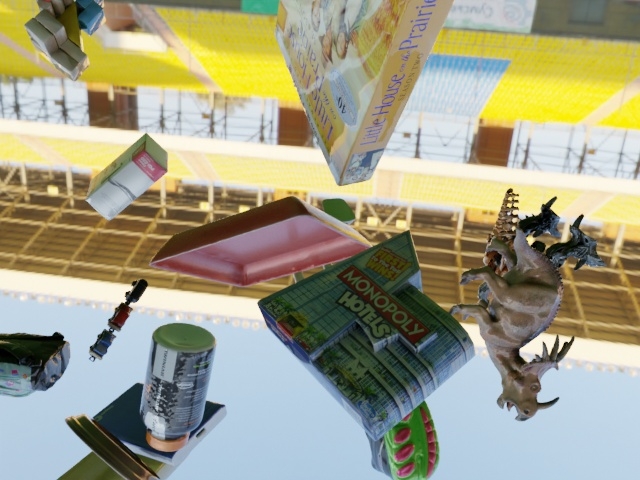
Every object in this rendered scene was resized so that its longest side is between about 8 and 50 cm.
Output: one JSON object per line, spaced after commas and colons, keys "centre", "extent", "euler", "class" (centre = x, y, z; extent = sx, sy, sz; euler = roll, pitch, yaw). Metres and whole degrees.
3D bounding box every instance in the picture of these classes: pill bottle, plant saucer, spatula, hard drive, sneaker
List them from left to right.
{"centre": [-0.463, 0.482, 1.399], "extent": [0.278, 0.277, 0.041], "euler": [22, -119, 38], "class": "plant saucer"}
{"centre": [-0.547, 0.655, 1.768], "extent": [0.333, 0.080, 0.333], "euler": [-10, -173, 18], "class": "plant saucer"}
{"centre": [-0.436, 0.473, 1.624], "extent": [0.319, 0.040, 0.210], "euler": [5, -155, 30], "class": "hard drive"}
{"centre": [-0.295, 0.303, 1.256], "extent": [0.131, 0.245, 0.130], "euler": [12, -165, -3], "class": "pill bottle"}
{"centre": [-0.081, 0.005, 0.941], "extent": [0.259, 0.047, 0.259], "euler": [-17, 163, 22], "class": "plant saucer"}
{"centre": [0.000, 0.000, 1.159], "extent": [0.168, 0.019, 0.242], "euler": [-7, -140, -14], "class": "spatula"}
{"centre": [0.155, 0.332, 1.480], "extent": [0.185, 0.482, 0.202], "euler": [10, 161, -30], "class": "sneaker"}

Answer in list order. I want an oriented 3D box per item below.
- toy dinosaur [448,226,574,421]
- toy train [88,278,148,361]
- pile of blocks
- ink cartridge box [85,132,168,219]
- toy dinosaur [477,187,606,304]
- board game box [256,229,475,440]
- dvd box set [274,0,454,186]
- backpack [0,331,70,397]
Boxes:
{"centre": [0.323, 0.114, 0.975], "extent": [0.200, 0.295, 0.127], "euler": [27, -148, 26], "class": "toy dinosaur"}
{"centre": [-0.325, 0.126, 0.998], "extent": [0.036, 0.027, 0.158], "euler": [-20, -144, 47], "class": "toy train"}
{"centre": [-0.420, -0.452, 0.999], "extent": [0.149, 0.361, 0.112], "euler": [-13, 175, -15], "class": "pile of blocks"}
{"centre": [-0.530, -0.178, 1.698], "extent": [0.218, 0.092, 0.158], "euler": [-40, -151, 8], "class": "ink cartridge box"}
{"centre": [0.385, 0.038, 1.145], "extent": [0.219, 0.322, 0.164], "euler": [-30, -118, -4], "class": "toy dinosaur"}
{"centre": [0.065, 0.082, 0.682], "extent": [0.194, 0.060, 0.194], "euler": [-36, -130, -18], "class": "board game box"}
{"centre": [0.035, -0.303, 0.772], "extent": [0.062, 0.420, 0.307], "euler": [-14, -111, -17], "class": "dvd box set"}
{"centre": [-0.628, 0.253, 1.264], "extent": [0.182, 0.115, 0.152], "euler": [5, -170, 0], "class": "backpack"}
